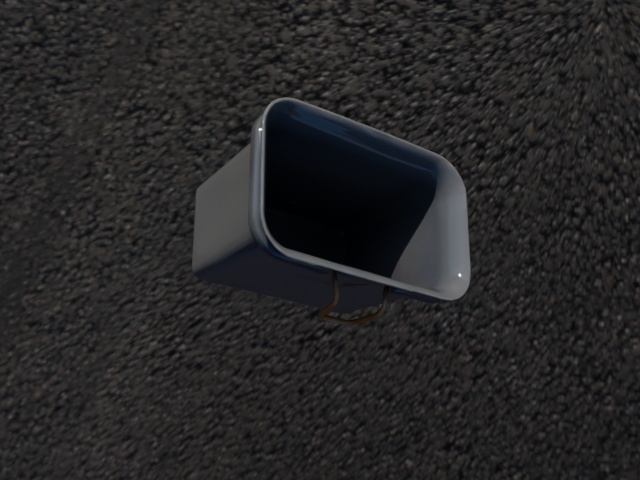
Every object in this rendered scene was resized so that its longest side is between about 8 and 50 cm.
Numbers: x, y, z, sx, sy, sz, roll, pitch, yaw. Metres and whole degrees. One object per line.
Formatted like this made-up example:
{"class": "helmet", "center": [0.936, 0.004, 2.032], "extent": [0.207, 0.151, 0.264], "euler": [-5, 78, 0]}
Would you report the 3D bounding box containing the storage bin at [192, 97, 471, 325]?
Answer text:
{"class": "storage bin", "center": [0.000, 0.000, 0.549], "extent": [0.091, 0.135, 0.098], "euler": [-27, 56, 48]}
